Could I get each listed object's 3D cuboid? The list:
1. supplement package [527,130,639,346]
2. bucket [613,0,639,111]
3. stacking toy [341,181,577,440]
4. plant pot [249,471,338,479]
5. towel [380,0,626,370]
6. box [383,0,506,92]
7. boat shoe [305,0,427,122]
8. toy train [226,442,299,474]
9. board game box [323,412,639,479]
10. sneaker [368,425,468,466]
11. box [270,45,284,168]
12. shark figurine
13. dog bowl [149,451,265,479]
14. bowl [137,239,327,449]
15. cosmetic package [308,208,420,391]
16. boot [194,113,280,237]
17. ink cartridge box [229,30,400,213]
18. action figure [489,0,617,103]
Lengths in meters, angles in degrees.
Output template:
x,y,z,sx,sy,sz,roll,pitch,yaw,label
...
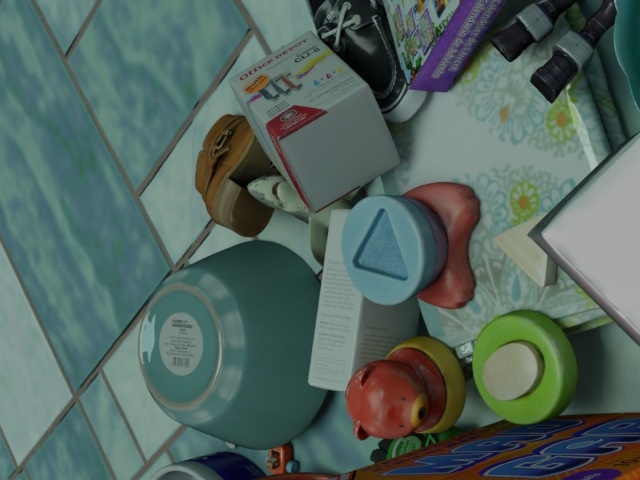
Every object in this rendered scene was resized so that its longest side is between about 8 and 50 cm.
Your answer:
x,y,z,sx,sy,sz,roll,pitch,yaw,label
0.328,0.010,1.223,0.194,0.203,0.149,45,94,4,supplement package
0.410,-0.198,1.130,0.281,0.183,0.281,3,98,21,bucket
0.138,0.091,1.427,0.279,0.130,0.309,0,96,45,stacking toy
-0.027,0.504,1.715,0.272,0.272,0.265,18,117,43,plant pot
0.225,-0.057,1.474,0.320,0.090,0.375,-24,80,43,towel
0.131,-0.348,1.447,0.201,0.057,0.293,121,144,-52,box
0.042,-0.267,1.552,0.108,0.102,0.301,-46,45,31,boat shoe
-0.104,0.297,1.898,0.166,0.046,0.125,15,107,44,toy train
0.258,0.390,1.313,0.356,0.356,0.356,-10,89,46,board game box
0.172,0.400,1.566,0.146,0.134,0.344,-30,75,44,sneaker
-0.003,-0.170,1.645,0.029,0.116,0.162,161,113,-80,box
0.025,0.013,1.705,0.278,0.166,0.116,63,162,-6,shark figurine
-0.167,0.469,1.949,0.265,0.104,0.265,10,104,45,dog bowl
-0.146,0.153,1.800,0.311,0.163,0.312,-2,87,40,bowl
0.064,0.081,1.604,0.085,0.117,0.231,2,83,46,cosmetic package
-0.083,-0.151,1.778,0.283,0.109,0.220,-66,26,9,boot
-0.010,-0.147,1.519,0.176,0.128,0.127,51,171,52,ink cartridge box
0.310,-0.278,1.297,0.285,0.099,0.185,-43,77,9,action figure
